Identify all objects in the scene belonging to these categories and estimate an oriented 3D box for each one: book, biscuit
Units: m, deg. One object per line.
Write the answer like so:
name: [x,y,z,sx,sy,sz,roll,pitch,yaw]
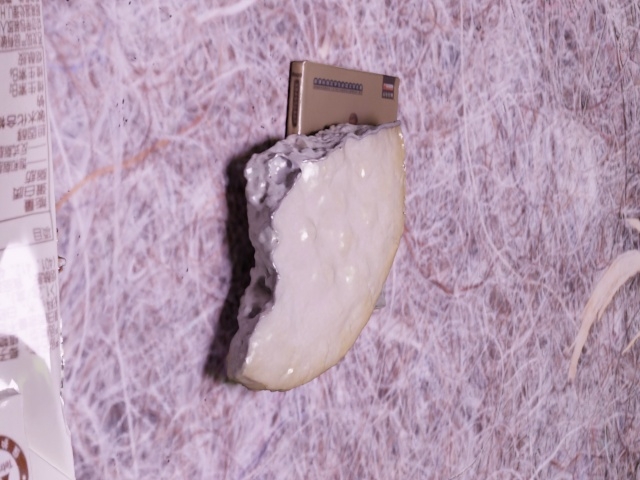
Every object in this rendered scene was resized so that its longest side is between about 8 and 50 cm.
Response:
book: [0.016,-0.039,1.130,0.138,0.016,0.198,1,94,-54]
biscuit: [0.000,0.000,1.067,0.265,0.040,0.188,-62,139,-27]

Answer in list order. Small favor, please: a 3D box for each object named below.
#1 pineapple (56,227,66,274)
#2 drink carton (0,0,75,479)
pineapple: [-0.205,0.045,0.791,0.116,0.069,0.137,31,71,-52]
drink carton: [-0.227,-0.027,0.627,0.132,0.194,0.324,-26,116,-65]
